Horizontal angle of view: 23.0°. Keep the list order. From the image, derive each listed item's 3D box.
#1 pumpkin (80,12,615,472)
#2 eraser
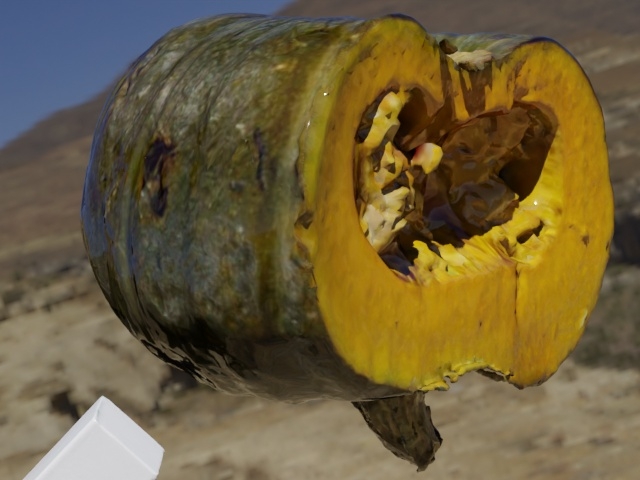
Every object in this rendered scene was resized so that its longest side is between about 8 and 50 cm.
[{"bbox_3d":[0.000,0.000,0.831,0.232,0.242,0.325,-2,-3,35],"label":"pumpkin"},{"bbox_3d":[-0.267,0.277,1.396,0.298,0.078,0.076,-47,9,7],"label":"eraser"}]
